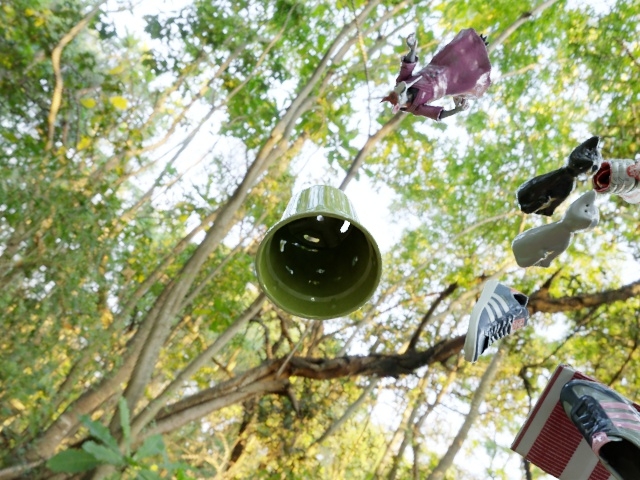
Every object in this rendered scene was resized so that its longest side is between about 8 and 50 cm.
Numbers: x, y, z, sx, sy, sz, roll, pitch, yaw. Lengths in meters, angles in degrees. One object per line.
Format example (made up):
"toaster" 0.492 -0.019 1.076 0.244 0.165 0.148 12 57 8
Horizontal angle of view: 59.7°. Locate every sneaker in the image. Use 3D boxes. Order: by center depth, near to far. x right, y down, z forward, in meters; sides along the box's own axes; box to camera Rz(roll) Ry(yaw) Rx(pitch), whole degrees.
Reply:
"sneaker" 0.554 0.367 1.070 0.131 0.112 0.319 16 15 -23
"sneaker" 0.726 -0.144 1.346 0.144 0.090 0.270 1 -4 13
"sneaker" 0.516 0.237 1.612 0.148 0.350 0.131 17 -52 22

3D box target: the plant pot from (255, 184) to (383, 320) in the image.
"plant pot" 0.000 0.000 1.301 0.276 0.254 0.276 1 -61 1

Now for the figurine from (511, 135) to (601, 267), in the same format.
"figurine" 0.465 -0.068 1.076 0.092 0.215 0.209 20 -30 -5

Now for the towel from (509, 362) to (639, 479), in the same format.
"towel" 0.622 0.449 1.225 0.329 0.237 0.037 29 3 14

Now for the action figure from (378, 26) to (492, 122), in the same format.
"action figure" 0.310 -0.462 1.605 0.248 0.370 0.275 64 -17 -8
